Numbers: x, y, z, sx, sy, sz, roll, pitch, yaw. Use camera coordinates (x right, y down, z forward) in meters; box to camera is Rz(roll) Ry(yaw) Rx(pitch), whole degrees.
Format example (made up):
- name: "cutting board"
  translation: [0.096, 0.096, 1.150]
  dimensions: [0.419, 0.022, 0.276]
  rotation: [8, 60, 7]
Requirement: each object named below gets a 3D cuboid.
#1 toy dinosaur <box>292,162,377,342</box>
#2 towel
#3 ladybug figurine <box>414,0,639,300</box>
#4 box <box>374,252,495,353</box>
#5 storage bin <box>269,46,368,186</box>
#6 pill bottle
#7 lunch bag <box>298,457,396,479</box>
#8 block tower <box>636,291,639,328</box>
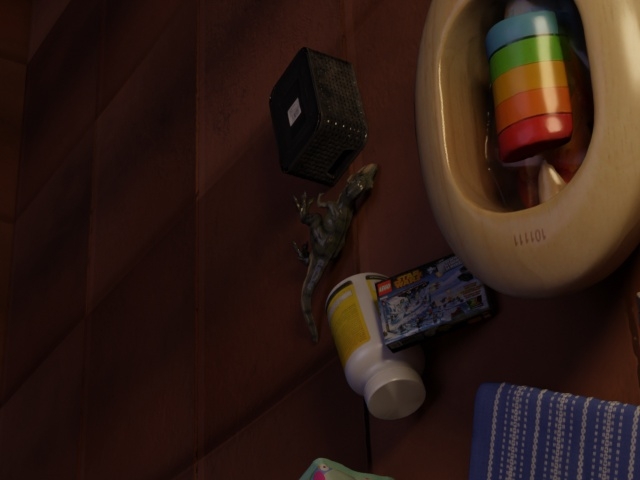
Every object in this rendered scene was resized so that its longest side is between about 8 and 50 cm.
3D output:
- name: "toy dinosaur"
  translation: [0.000, 0.000, 2.070]
  dimensions: [0.118, 0.064, 0.268]
  rotation: [37, 113, 54]
- name: "towel"
  translation: [0.254, 0.276, 1.447]
  dimensions: [0.336, 0.040, 0.243]
  rotation: [2, 87, 60]
- name: "ladybug figurine"
  translation: [0.248, -0.152, 1.527]
  dimensions: [0.305, 0.162, 0.449]
  rotation: [-15, 70, 42]
- name: "box"
  translation: [0.137, 0.071, 1.737]
  dimensions: [0.137, 0.027, 0.094]
  rotation: [-21, 51, 17]
- name: "storage bin"
  translation: [-0.006, -0.185, 2.146]
  dimensions: [0.122, 0.084, 0.180]
  rotation: [-51, 35, 37]
- name: "pill bottle"
  translation: [0.073, 0.134, 1.813]
  dimensions: [0.103, 0.103, 0.184]
  rotation: [-57, 32, 31]
- name: "lunch bag"
  translation: [0.006, 0.436, 1.729]
  dimensions: [0.262, 0.160, 0.223]
  rotation: [-54, 34, 24]
- name: "block tower"
  translation: [0.328, 0.186, 1.157]
  dimensions: [0.097, 0.091, 0.335]
  rotation: [-118, 16, -69]
